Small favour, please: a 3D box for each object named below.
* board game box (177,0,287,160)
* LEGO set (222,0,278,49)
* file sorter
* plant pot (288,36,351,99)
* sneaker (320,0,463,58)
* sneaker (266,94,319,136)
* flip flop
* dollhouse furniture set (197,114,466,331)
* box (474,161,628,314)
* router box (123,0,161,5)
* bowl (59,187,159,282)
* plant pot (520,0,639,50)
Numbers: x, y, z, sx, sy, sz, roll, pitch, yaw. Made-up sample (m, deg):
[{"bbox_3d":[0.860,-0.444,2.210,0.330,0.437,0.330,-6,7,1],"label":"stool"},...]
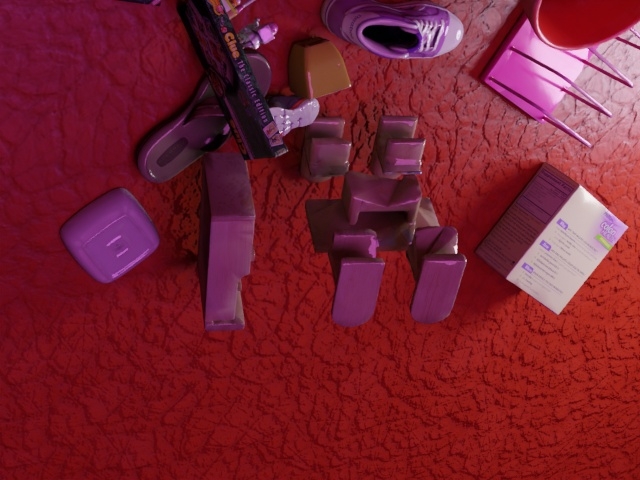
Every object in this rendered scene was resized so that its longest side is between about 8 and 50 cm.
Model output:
[{"bbox_3d":[-0.135,-0.245,1.582,0.030,0.136,0.260,-29,104,-23],"label":"board game box"},{"bbox_3d":[-0.145,-0.428,1.545,0.107,0.132,0.287,-37,125,-18],"label":"LEGO set"},{"bbox_3d":[0.487,-0.349,1.938,0.202,0.182,0.291,26,102,-39],"label":"file sorter"},{"bbox_3d":[-0.007,-0.292,1.739,0.081,0.081,0.083,-20,116,-20],"label":"plant pot"},{"bbox_3d":[0.153,-0.340,1.753,0.282,0.161,0.102,-2,117,-32],"label":"sneaker"},{"bbox_3d":[-0.075,-0.210,1.733,0.158,0.065,0.061,-19,132,-44],"label":"sneaker"},{"bbox_3d":[-0.180,-0.191,1.689,0.277,0.080,0.112,-42,131,-3],"label":"flip flop"},{"bbox_3d":[0.000,0.000,1.752,0.394,0.362,0.256,-1,135,-12],"label":"dollhouse furniture set"},{"bbox_3d":[0.486,-0.002,2.196,0.213,0.117,0.243,31,100,-40],"label":"box"},{"bbox_3d":[-0.285,-0.398,1.524,0.122,0.038,0.092,0,117,-32],"label":"router box"},{"bbox_3d":[-0.342,0.000,1.727,0.142,0.053,0.142,-36,130,-6],"label":"bowl"},{"bbox_3d":[0.421,-0.493,1.733,0.275,0.243,0.275,-18,149,-11],"label":"plant pot"}]
